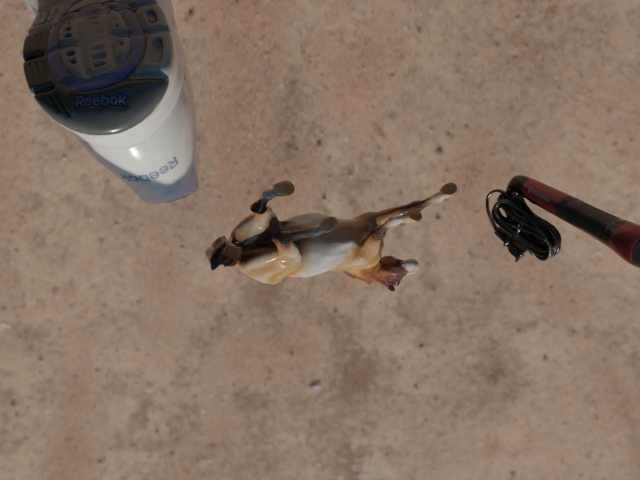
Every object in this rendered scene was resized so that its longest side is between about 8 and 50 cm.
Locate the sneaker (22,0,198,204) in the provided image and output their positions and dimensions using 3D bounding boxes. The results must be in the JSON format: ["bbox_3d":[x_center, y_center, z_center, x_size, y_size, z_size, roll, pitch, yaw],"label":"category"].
[{"bbox_3d":[-0.145,-0.145,0.694,0.111,0.297,0.129,-15,142,3],"label":"sneaker"}]

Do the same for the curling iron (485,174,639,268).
[{"bbox_3d":[0.235,0.015,0.744,0.035,0.274,0.068,-33,130,-32],"label":"curling iron"}]

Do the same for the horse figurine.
[{"bbox_3d":[0.000,0.000,0.926,0.263,0.066,0.174,-4,162,-31],"label":"horse figurine"}]
